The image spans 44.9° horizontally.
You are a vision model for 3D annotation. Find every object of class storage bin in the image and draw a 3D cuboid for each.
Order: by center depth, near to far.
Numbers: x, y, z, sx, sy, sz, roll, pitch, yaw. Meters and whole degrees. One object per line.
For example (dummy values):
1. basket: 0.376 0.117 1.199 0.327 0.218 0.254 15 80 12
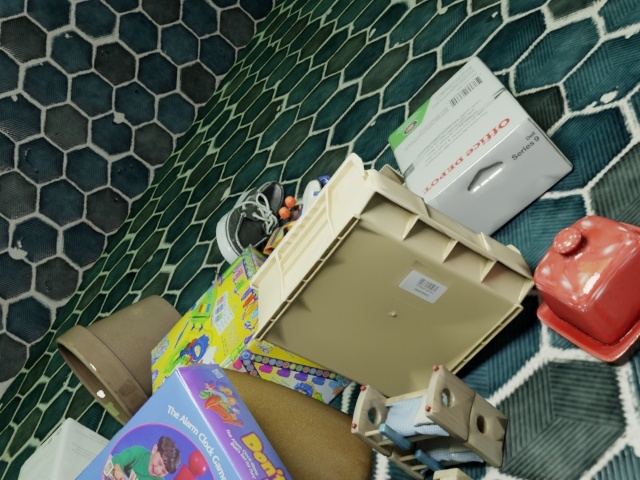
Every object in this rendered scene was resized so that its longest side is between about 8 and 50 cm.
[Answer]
1. storage bin: 0.086 0.057 0.989 0.260 0.262 0.123 -51 23 27

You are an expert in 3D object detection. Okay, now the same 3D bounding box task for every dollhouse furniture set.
1. dollhouse furniture set: 0.111 0.259 0.871 0.129 0.129 0.184 -27 33 42

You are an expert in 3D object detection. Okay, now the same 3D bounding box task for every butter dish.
1. butter dish: 0.308 0.030 0.876 0.160 0.118 0.160 -50 24 2

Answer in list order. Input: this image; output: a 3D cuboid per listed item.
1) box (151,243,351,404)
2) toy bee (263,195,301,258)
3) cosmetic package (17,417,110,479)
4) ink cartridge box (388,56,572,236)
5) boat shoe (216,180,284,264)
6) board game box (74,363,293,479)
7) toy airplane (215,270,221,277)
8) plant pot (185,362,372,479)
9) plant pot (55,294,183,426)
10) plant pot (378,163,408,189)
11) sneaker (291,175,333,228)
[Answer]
1. box: -0.131 0.207 1.308 0.279 0.177 0.290 -46 25 9
2. toy bee: -0.029 -0.021 1.481 0.298 0.162 0.195 -33 28 34
3. cosmetic package: -0.411 0.513 1.313 0.156 0.217 0.385 -45 22 13
4. ink cartridge box: 0.240 -0.142 1.234 0.211 0.121 0.289 -42 25 18
5. boat shoe: -0.147 -0.048 1.790 0.104 0.113 0.306 -31 14 25
6. board game box: -0.118 0.347 0.857 0.233 0.078 0.347 -47 64 20
7. toy airplane: -0.227 0.106 1.801 0.151 0.028 0.151 -38 26 22
8. plant pot: -0.099 0.282 1.053 0.237 0.254 0.237 -38 27 24
9. plant pot: -0.403 0.243 1.687 0.229 0.263 0.263 -41 19 -25
10. plant pot: 0.126 -0.049 1.330 0.109 0.096 0.109 -48 23 5
11. sneaker: 0.000 0.000 1.223 0.315 0.127 0.182 -96 23 -66
